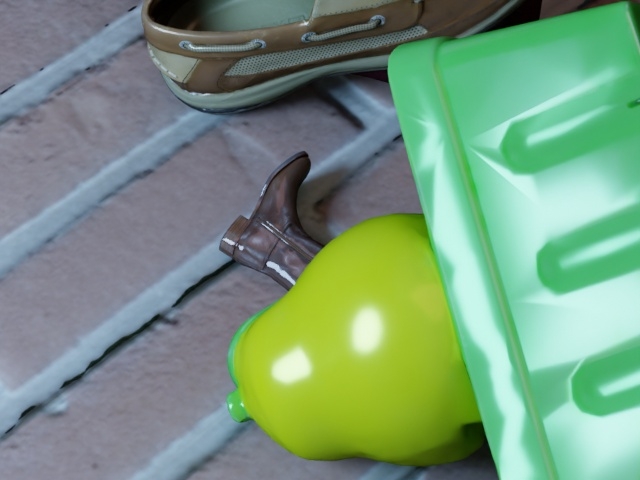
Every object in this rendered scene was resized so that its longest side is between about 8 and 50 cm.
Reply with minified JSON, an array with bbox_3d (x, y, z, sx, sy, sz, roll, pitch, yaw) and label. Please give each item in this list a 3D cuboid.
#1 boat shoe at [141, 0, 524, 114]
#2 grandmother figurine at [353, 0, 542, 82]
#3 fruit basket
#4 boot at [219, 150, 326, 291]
[{"bbox_3d":[0.018,-0.191,1.422,0.324,0.120,0.123,-23,64,9],"label":"boat shoe"},{"bbox_3d":[0.087,-0.189,1.519,0.208,0.104,0.342,-25,60,-8],"label":"grandmother figurine"},{"bbox_3d":[0.135,0.051,1.292,0.283,0.392,0.392,3,47,-49],"label":"fruit basket"},{"bbox_3d":[0.000,0.000,1.411,0.114,0.037,0.106,31,70,16],"label":"boot"}]
